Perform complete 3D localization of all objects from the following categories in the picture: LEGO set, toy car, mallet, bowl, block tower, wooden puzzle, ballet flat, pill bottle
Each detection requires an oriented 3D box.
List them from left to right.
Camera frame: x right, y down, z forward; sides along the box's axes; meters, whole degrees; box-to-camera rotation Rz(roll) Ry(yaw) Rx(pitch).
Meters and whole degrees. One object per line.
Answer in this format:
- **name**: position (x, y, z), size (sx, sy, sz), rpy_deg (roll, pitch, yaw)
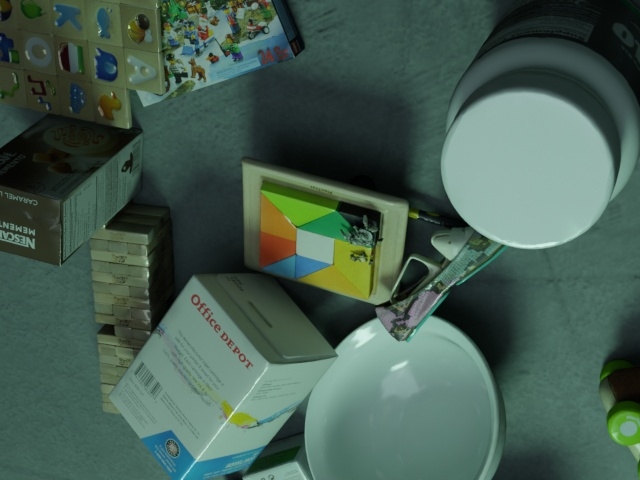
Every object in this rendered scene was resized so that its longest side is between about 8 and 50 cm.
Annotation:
- **block tower**: position (-0.264, 0.103, 1.884), size (0.097, 0.091, 0.335), rpy_deg (6, 118, 16)
- **wooden puzzle**: position (0.000, 0.000, 1.713), size (0.221, 0.044, 0.238), rpy_deg (15, 144, 12)
- **LEGO set**: position (0.052, 0.005, 1.645), size (0.054, 0.023, 0.083), rpy_deg (2, 135, 24)
- **mallet**: position (0.121, -0.041, 1.713), size (0.190, 0.062, 0.039), rpy_deg (11, 126, -3)
- **bowl**: position (0.136, 0.251, 1.757), size (0.298, 0.134, 0.297), rpy_deg (-13, 68, 33)
- **ballet flat**: position (0.152, 0.037, 1.677), size (0.079, 0.077, 0.221), rpy_deg (44, 109, -3)
- **pill bottle**: position (0.251, -0.141, 1.421), size (0.204, 0.361, 0.204), rpy_deg (8, 118, 16)
- **toy car**: position (0.461, 0.200, 1.651), size (0.188, 0.155, 0.149), rpy_deg (-31, 102, 16)

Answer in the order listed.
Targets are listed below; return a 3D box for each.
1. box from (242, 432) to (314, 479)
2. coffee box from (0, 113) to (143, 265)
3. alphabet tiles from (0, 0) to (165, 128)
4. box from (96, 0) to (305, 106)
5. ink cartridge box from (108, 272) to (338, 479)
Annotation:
- **box**: position (-0.038, 0.352, 1.928), size (0.101, 0.087, 0.102), rpy_deg (-22, 105, 27)
- **coffee box**: position (-0.348, -0.075, 1.732), size (0.141, 0.246, 0.098), rpy_deg (14, 119, 13)
- **alphabet tiles**: position (-0.351, -0.298, 1.725), size (0.343, 0.011, 0.285), rpy_deg (13, 119, 26)
- **box**: position (-0.156, -0.279, 1.681), size (0.233, 0.044, 0.159), rpy_deg (-15, 109, 25)
- **ink cartridge box**: position (-0.131, 0.182, 1.781), size (0.171, 0.168, 0.232), rpy_deg (48, 115, 24)
